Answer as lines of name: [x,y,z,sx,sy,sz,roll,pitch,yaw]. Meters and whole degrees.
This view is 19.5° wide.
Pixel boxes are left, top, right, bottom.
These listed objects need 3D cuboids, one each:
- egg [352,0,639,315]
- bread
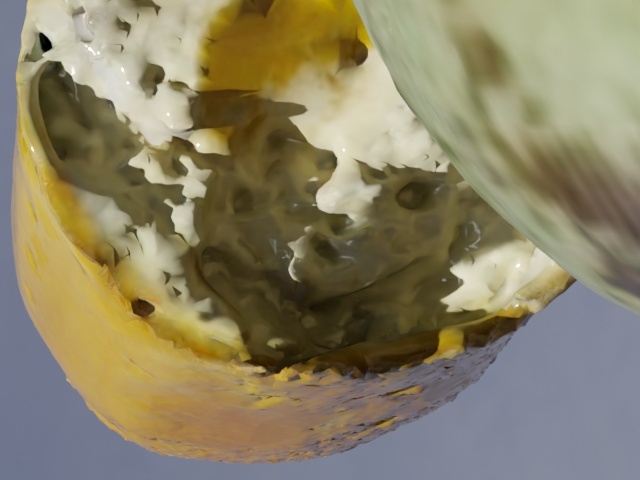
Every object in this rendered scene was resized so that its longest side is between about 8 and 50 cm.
egg: [0.190,-0.161,0.433,0.428,0.345,0.345,-50,-50,4]
bread: [0.000,0.000,1.109,0.361,0.394,0.250,-8,-111,-14]
